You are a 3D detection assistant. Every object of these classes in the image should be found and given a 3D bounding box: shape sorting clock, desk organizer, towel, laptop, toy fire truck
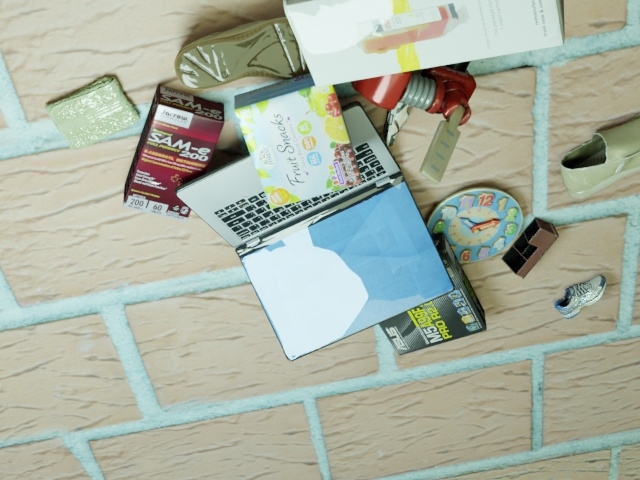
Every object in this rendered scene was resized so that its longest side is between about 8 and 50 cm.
[{"bbox_3d":[0.323,-0.029,1.917,0.206,0.040,0.206,-4,128,-5],"label":"shape sorting clock"},{"bbox_3d":[0.450,0.016,1.967,0.050,0.047,0.130,21,122,-20],"label":"desk organizer"},{"bbox_3d":[-0.414,-0.229,1.663,0.148,0.027,0.110,-23,128,10],"label":"towel"},{"bbox_3d":[0.000,0.000,1.756,0.382,0.236,0.408,-25,149,10],"label":"laptop"},{"bbox_3d":[0.167,-0.240,1.597,0.217,0.246,0.158,15,124,-19],"label":"toy fire truck"}]

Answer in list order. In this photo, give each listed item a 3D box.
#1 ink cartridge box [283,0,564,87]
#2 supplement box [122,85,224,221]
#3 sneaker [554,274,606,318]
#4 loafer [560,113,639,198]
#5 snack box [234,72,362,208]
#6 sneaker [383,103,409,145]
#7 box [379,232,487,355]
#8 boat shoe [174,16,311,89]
[{"bbox_3d":[0.167,-0.400,1.396,0.385,0.279,0.160,-6,132,19],"label":"ink cartridge box"},{"bbox_3d":[-0.277,-0.158,1.709,0.130,0.073,0.239,13,124,-19],"label":"supplement box"},{"bbox_3d":[0.588,0.124,2.069,0.058,0.052,0.135,32,117,-23],"label":"sneaker"},{"bbox_3d":[0.589,-0.182,1.796,0.268,0.102,0.092,-37,130,20],"label":"loafer"},{"bbox_3d":[-0.038,-0.175,1.592,0.174,0.070,0.207,-15,121,5],"label":"snack box"},{"bbox_3d":[0.146,-0.226,1.737,0.044,0.040,0.109,1,128,-12],"label":"sneaker"},{"bbox_3d":[0.218,0.124,1.990,0.216,0.060,0.270,-19,128,17],"label":"box"},{"bbox_3d":[-0.103,-0.333,1.585,0.302,0.098,0.109,-12,117,-2],"label":"boat shoe"}]
